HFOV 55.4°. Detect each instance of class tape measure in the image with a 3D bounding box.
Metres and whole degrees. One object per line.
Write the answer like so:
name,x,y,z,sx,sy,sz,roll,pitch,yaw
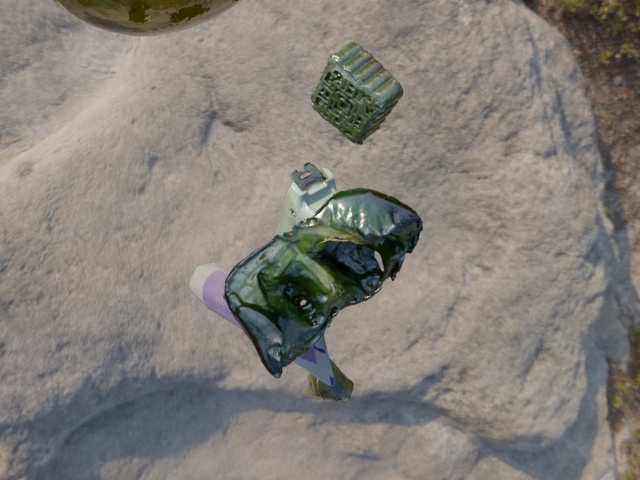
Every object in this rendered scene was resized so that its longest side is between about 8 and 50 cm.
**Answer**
tape measure,0.000,-0.001,1.312,0.125,0.243,0.246,-28,71,-25

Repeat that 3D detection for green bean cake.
green bean cake,0.075,-0.330,1.390,0.173,0.181,0.094,44,56,4

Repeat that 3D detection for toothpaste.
toothpaste,-0.105,0.120,1.002,0.080,0.371,0.125,-26,117,-29

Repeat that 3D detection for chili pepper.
chili pepper,0.006,0.033,0.780,0.264,0.116,0.148,-40,89,4

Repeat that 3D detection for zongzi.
zongzi,-0.022,0.262,1.198,0.154,0.130,0.062,53,45,-32

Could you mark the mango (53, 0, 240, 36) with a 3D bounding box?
mango,-0.176,-0.361,0.677,0.221,0.378,0.264,37,131,1
